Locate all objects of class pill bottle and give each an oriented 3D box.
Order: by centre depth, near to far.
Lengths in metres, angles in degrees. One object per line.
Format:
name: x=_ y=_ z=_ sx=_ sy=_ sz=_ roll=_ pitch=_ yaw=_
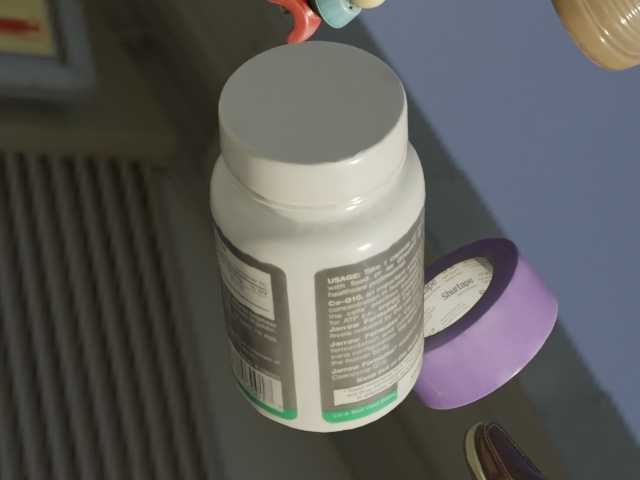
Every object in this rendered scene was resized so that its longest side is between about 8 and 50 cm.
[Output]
pill bottle: x=0.000 y=0.000 z=1.771 sx=0.361 sy=0.204 sz=0.204 roll=88 pitch=-15 yaw=-46

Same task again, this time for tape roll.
tape roll: x=0.159 y=0.089 z=1.999 sx=0.189 sy=0.080 sz=0.189 roll=-34 pitch=-158 yaw=16

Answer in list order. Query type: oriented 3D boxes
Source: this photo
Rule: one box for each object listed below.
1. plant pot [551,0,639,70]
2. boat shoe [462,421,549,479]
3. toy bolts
plant pot: x=0.334 y=-0.309 z=1.979 sx=0.109 sy=0.237 sz=0.237 roll=-15 pitch=-108 yaw=35
boat shoe: x=0.273 y=0.319 z=2.204 sx=0.095 sy=0.095 sz=0.257 roll=-32 pitch=-87 yaw=32
toy bolts: x=0.028 y=-0.379 z=2.370 sx=0.158 sy=0.218 sz=0.228 roll=-10 pitch=-141 yaw=31
